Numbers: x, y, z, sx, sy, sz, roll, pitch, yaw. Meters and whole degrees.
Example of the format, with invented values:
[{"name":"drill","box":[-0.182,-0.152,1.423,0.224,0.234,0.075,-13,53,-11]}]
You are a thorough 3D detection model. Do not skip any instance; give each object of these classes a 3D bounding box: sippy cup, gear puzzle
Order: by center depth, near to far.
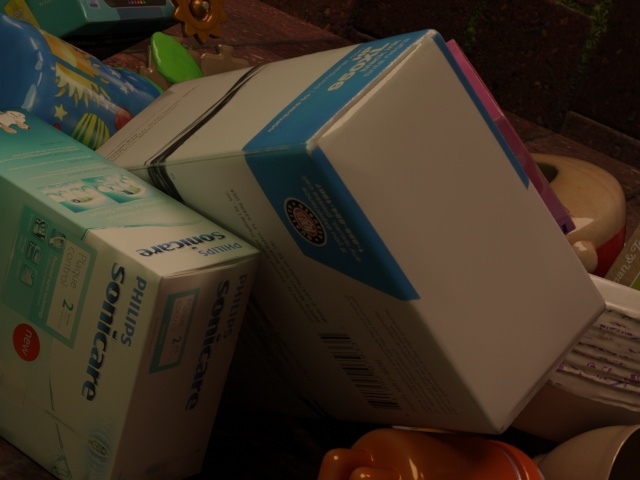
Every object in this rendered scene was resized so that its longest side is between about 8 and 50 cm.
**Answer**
[{"name":"sippy cup","box":[-0.276,-0.100,1.741,0.240,0.305,0.224,34,-3,35]},{"name":"gear puzzle","box":[-0.155,-0.147,2.083,0.044,0.339,0.175,-5,-7,44]}]

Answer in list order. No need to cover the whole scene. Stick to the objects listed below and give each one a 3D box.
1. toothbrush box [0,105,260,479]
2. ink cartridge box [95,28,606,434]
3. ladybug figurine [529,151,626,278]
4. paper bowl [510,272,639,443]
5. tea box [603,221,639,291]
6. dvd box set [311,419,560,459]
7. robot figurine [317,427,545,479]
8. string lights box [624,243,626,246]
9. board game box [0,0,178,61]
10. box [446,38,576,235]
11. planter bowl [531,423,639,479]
[{"name":"toothbrush box","box":[-0.215,0.048,1.475,0.295,0.216,0.126,31,27,29]},{"name":"ink cartridge box","box":[0.000,0.000,1.519,0.395,0.166,0.285,-3,-54,55]},{"name":"ladybug figurine","box":[0.198,0.014,2.095,0.305,0.162,0.449,-24,16,-15]},{"name":"paper bowl","box":[0.238,0.109,1.713,0.284,0.148,0.284,17,5,-1]},{"name":"tea box","box":[0.493,0.144,1.927,0.323,0.220,0.329,37,6,38]},{"name":"dvd box set","box":[0.176,0.184,1.824,0.420,0.062,0.307,11,18,-33]},{"name":"robot figurine","box":[0.098,0.220,1.479,0.219,0.158,0.128,10,60,-32]},{"name":"string lights box","box":[0.465,0.100,2.340,0.260,0.133,0.077,17,17,-12]},{"name":"board game box","box":[-0.355,-0.223,2.090,0.079,0.336,0.254,68,24,1]},{"name":"box","box":[0.110,-0.047,1.813,0.117,0.213,0.243,61,8,35]},{"name":"planter bowl","box":[0.240,0.239,1.585,0.109,0.162,0.162,1,1,37]}]
